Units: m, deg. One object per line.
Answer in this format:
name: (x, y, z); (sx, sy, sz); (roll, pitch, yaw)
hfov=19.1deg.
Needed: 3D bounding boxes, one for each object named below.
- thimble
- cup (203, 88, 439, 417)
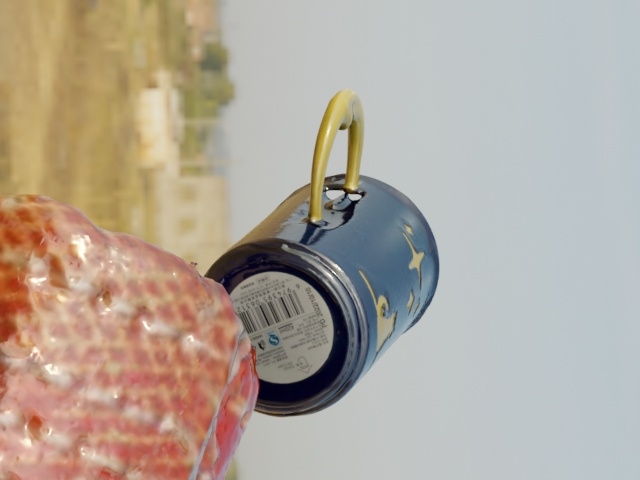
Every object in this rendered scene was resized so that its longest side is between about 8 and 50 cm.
thimble: (-0.232, 0.121, 1.455); (0.350, 0.350, 0.231); (98, 13, -69)
cup: (-0.018, 0.011, 1.742); (0.256, 0.178, 0.255); (-39, 111, -69)
